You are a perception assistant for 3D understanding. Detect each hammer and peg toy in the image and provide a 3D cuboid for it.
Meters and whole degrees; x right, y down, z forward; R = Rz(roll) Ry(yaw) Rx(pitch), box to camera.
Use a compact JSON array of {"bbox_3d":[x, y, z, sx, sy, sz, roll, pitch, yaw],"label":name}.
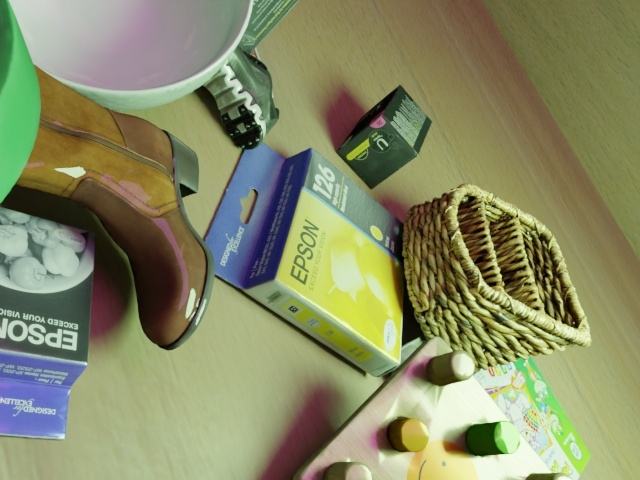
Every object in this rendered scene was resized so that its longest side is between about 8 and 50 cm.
[{"bbox_3d":[0.165,0.325,0.687,0.266,0.127,0.361,-37,87,-29],"label":"hammer and peg toy"}]

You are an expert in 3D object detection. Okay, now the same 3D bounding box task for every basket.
[{"bbox_3d":[0.269,0.032,0.981,0.213,0.223,0.299,57,25,-29],"label":"basket"}]

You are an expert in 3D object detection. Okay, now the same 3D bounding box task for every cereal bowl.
[{"bbox_3d":[-0.262,-0.313,0.757,0.339,0.141,0.339,4,79,-20],"label":"cereal bowl"}]

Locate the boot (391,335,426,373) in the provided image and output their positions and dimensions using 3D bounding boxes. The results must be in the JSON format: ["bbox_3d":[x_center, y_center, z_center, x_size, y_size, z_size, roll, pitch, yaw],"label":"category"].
[{"bbox_3d":[0.158,0.249,0.863,0.208,0.076,0.189,65,24,5],"label":"boot"}]

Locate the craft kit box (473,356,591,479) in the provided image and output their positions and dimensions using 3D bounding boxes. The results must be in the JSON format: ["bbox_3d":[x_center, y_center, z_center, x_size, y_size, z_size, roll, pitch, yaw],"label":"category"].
[{"bbox_3d":[0.339,0.313,1.030,0.250,0.061,0.246,-16,76,-52],"label":"craft kit box"}]

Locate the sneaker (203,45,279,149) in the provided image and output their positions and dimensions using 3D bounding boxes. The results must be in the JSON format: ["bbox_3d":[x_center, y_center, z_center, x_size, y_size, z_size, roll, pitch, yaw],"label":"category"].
[{"bbox_3d":[-0.133,-0.260,0.927,0.106,0.078,0.234,-46,114,-49],"label":"sneaker"}]

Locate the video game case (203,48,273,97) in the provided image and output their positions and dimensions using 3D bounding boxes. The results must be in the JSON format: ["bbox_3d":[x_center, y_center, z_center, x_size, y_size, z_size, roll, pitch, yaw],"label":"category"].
[{"bbox_3d":[-0.199,-0.368,1.022,0.204,0.025,0.285,5,57,-46],"label":"video game case"}]

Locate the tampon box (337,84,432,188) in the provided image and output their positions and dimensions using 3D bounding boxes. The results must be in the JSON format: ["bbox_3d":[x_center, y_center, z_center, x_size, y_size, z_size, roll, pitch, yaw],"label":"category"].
[{"bbox_3d":[0.125,-0.198,1.158,0.101,0.120,0.161,46,36,-11],"label":"tampon box"}]

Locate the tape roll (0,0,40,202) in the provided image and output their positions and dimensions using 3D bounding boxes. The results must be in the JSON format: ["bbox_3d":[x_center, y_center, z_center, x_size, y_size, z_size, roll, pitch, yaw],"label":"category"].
[{"bbox_3d":[-0.377,-0.109,0.428,0.321,0.077,0.321,4,63,-7],"label":"tape roll"}]

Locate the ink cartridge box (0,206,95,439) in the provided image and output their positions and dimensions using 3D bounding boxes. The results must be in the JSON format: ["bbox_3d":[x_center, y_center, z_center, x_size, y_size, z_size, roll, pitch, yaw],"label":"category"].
[{"bbox_3d":[-0.306,0.059,0.530,0.206,0.045,0.208,20,48,-39],"label":"ink cartridge box"}]

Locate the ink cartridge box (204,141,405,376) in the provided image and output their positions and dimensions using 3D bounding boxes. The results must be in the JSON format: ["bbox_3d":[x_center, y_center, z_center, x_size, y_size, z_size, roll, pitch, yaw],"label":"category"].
[{"bbox_3d":[0.000,0.000,0.902,0.307,0.072,0.303,38,38,-22],"label":"ink cartridge box"}]

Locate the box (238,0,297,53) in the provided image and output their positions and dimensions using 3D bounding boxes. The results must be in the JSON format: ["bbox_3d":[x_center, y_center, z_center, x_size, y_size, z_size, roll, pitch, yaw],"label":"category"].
[{"bbox_3d":[-0.124,-0.435,0.875,0.242,0.307,0.076,31,44,-26],"label":"box"}]

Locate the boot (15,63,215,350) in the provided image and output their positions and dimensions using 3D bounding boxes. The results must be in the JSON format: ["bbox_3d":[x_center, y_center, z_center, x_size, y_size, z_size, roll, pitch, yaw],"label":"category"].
[{"bbox_3d":[-0.228,-0.044,0.572,0.280,0.096,0.264,28,52,-49],"label":"boot"}]
